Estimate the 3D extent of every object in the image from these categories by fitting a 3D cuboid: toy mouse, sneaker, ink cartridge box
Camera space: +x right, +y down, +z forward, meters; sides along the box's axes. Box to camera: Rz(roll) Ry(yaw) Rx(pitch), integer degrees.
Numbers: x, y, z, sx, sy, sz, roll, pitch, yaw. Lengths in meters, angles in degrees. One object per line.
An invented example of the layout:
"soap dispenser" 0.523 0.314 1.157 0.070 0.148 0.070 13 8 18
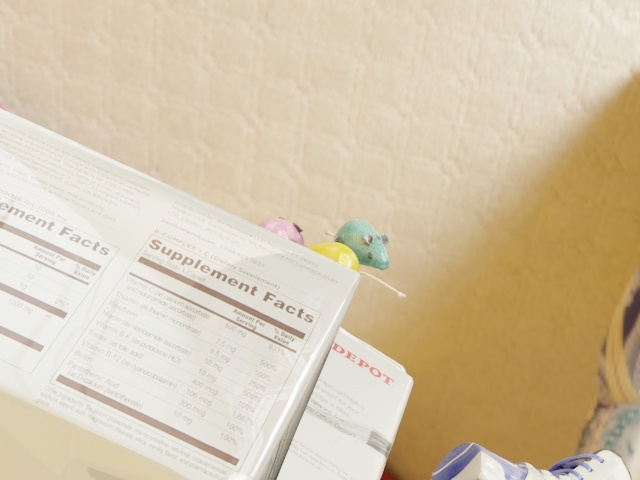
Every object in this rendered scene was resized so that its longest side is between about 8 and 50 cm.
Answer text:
"toy mouse" 0.000 0.000 1.032 0.161 0.143 0.031 8 108 8
"sneaker" 0.251 0.298 1.375 0.315 0.182 0.127 37 128 -20
"ink cartridge box" -0.052 0.219 1.346 0.223 0.307 0.129 32 126 -3

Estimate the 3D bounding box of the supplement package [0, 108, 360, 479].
"supplement package" -0.124 0.100 0.644 0.204 0.145 0.262 25 137 5
